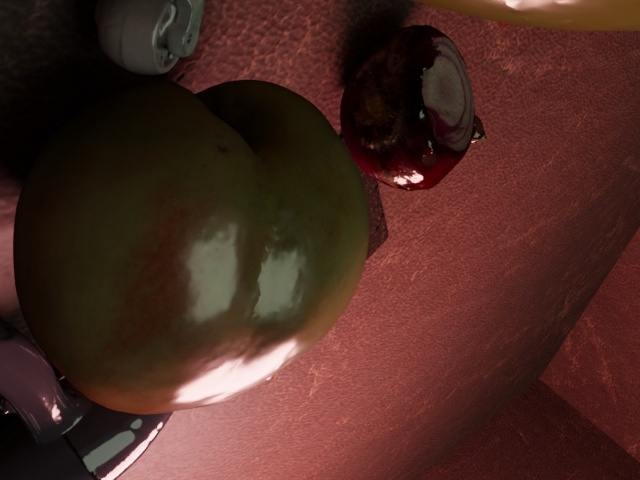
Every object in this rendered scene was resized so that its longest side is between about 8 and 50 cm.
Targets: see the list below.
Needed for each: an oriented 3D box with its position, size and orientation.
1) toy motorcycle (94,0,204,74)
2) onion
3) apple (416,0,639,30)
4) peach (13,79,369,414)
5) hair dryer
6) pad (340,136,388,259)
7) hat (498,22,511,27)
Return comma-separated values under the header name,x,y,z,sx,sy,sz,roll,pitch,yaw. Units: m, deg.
name,x,y,z,sx,sy,sz,roll,pitch,yaw
toy motorcycle,-0.104,-0.227,0.563,0.112,0.112,0.254,-31,148,-35
onion,0.103,-0.136,0.961,0.198,0.135,0.173,15,78,-57
apple,0.095,-0.304,0.314,0.473,0.473,0.474,-38,153,-23
peach,-0.102,0.009,0.699,0.292,0.247,0.292,-43,149,-34
hair dryer,-0.311,0.153,0.776,0.301,0.121,0.361,-33,143,-15
pad,0.000,0.000,1.151,0.220,0.004,0.330,-44,155,-12
hat,0.177,-0.309,0.782,0.236,0.107,0.286,-32,147,-13
